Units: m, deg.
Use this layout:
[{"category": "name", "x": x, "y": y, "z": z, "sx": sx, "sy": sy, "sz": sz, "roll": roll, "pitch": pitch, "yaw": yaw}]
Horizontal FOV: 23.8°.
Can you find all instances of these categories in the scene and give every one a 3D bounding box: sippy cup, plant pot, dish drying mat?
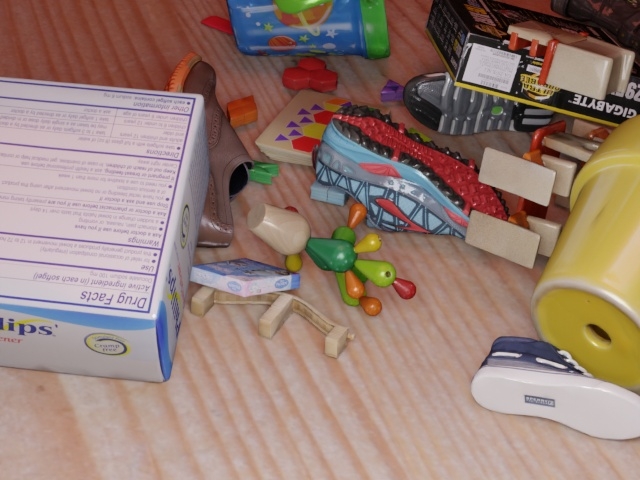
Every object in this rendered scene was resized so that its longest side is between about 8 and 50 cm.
[{"category": "sippy cup", "x": -0.023, "y": -0.366, "z": 2.216, "sx": 0.224, "sy": 0.305, "sz": 0.240, "roll": -8, "pitch": 64, "yaw": 3}, {"category": "plant pot", "x": 0.354, "y": 0.030, "z": 1.637, "sx": 0.254, "sy": 0.254, "sz": 0.239, "roll": 25, "pitch": 56, "yaw": 30}, {"category": "dish drying mat", "x": -0.141, "y": -0.326, "z": 2.320, "sx": 0.083, "sy": 0.008, "sz": 0.032, "roll": 25, "pitch": 40, "yaw": 29}]

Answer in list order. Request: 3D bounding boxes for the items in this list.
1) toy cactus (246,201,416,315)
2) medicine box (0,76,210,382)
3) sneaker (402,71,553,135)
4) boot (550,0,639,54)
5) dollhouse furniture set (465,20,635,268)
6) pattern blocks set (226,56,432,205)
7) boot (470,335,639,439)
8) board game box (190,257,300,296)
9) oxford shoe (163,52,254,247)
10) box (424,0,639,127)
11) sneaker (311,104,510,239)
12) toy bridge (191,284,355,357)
[{"category": "toy cactus", "x": 0.000, "y": 0.000, "z": 1.717, "sx": 0.180, "sy": 0.112, "sz": 0.219, "roll": 28, "pitch": 6, "yaw": -37}, {"category": "medicine box", "x": -0.271, "y": -0.016, "z": 1.633, "sx": 0.263, "sy": 0.149, "sz": 0.289, "roll": 6, "pitch": 59, "yaw": 4}, {"category": "sneaker", "x": 0.198, "y": -0.202, "z": 2.097, "sx": 0.228, "sy": 0.086, "sz": 0.132, "roll": 6, "pitch": 24, "yaw": -24}, {"category": "boot", "x": 0.510, "y": -0.359, "z": 2.368, "sx": 0.229, "sy": 0.091, "sz": 0.263, "roll": 33, "pitch": 48, "yaw": 30}, {"category": "dollhouse furniture set", "x": 0.269, "y": -0.116, "z": 1.793, "sx": 0.135, "sy": 0.259, "sz": 0.262, "roll": 22, "pitch": 23, "yaw": 28}, {"category": "pattern blocks set", "x": 0.009, "y": -0.147, "z": 2.046, "sx": 0.285, "sy": 0.026, "sz": 0.325, "roll": 19, "pitch": 37, "yaw": 23}, {"category": "boot", "x": 0.258, "y": 0.146, "z": 1.587, "sx": 0.190, "sy": 0.069, "sz": 0.086, "roll": 13, "pitch": 38, "yaw": 17}, {"category": "board game box", "x": -0.086, "y": 0.041, "z": 1.723, "sx": 0.090, "sy": 0.020, "sz": 0.090, "roll": 14, "pitch": 16, "yaw": 40}, {"category": "oxford shoe", "x": -0.154, "y": -0.107, "z": 1.915, "sx": 0.132, "sy": 0.130, "sz": 0.364, "roll": 17, "pitch": 39, "yaw": -10}, {"category": "box", "x": 0.289, "y": -0.252, "z": 2.066, "sx": 0.257, "sy": 0.079, "sz": 0.322, "roll": 12, "pitch": 19, "yaw": -8}, {"category": "sneaker", "x": 0.109, "y": -0.059, "z": 1.856, "sx": 0.262, "sy": 0.125, "sz": 0.104, "roll": 33, "pitch": 40, "yaw": -3}, {"category": "toy bridge", "x": -0.048, "y": 0.083, "z": 1.697, "sx": 0.188, "sy": 0.026, "sz": 0.063, "roll": 15, "pitch": 34, "yaw": 20}]
